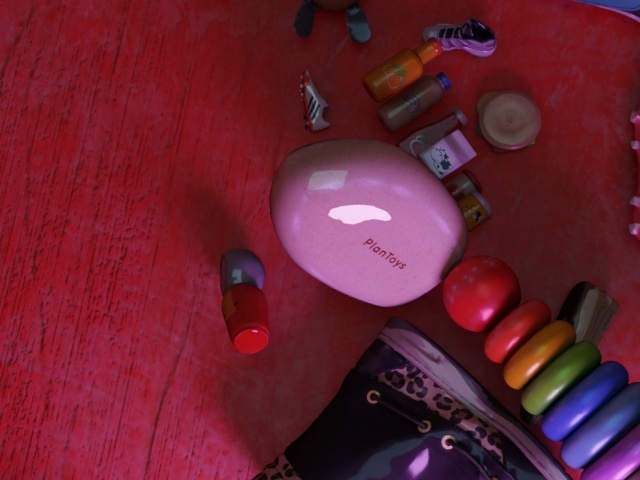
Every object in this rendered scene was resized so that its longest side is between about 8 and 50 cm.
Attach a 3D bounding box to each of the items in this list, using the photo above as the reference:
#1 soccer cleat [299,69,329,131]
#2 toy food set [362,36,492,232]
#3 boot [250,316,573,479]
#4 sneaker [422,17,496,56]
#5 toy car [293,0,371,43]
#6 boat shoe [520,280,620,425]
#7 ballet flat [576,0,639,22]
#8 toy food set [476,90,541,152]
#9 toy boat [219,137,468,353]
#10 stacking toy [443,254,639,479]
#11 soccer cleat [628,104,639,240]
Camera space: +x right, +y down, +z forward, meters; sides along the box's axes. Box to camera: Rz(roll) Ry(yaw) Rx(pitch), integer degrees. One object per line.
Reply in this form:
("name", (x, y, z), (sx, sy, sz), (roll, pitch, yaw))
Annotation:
("soccer cleat", (-0.008, -0.185, 1.319), (0.035, 0.029, 0.083), (-7, 81, -6))
("toy food set", (0.157, -0.130, 1.251), (0.104, 0.111, 0.232), (-35, 85, -4))
("boot", (0.124, 0.307, 1.151), (0.284, 0.138, 0.377), (-43, 75, -6))
("sneaker", (0.183, -0.272, 1.298), (0.098, 0.069, 0.038), (9, 79, 6))
("toy car", (0.021, -0.355, 1.302), (0.155, 0.149, 0.188), (6, 90, -5))
("boat shoe", (0.310, 0.146, 1.210), (0.072, 0.068, 0.190), (29, 84, -6))
("ballet flat", (0.448, -0.332, 1.270), (0.400, 0.139, 0.139), (25, 82, 10))
("toy food set", (0.244, -0.154, 1.295), (0.083, 0.020, 0.083), (0, 79, 4))
("toy boat", (0.000, 0.000, 1.188), (0.318, 0.267, 0.148), (-36, 39, 18))
("stacking toy", (0.266, 0.144, 1.113), (0.141, 0.141, 0.330), (-39, 73, -4))
("soccer cleat", (0.444, -0.104, 1.249), (0.095, 0.083, 0.248), (16, 73, -22))
